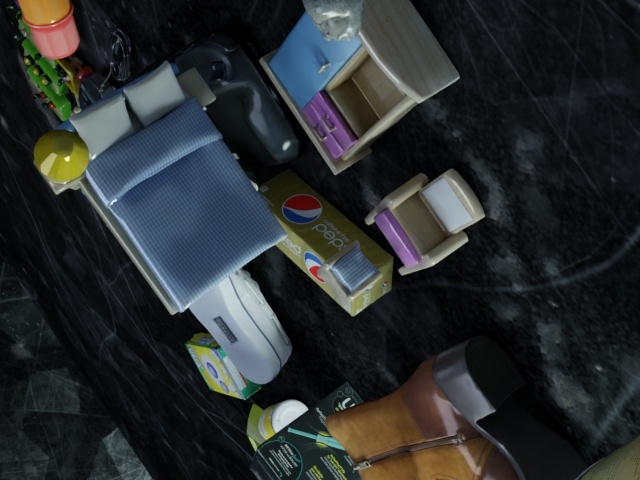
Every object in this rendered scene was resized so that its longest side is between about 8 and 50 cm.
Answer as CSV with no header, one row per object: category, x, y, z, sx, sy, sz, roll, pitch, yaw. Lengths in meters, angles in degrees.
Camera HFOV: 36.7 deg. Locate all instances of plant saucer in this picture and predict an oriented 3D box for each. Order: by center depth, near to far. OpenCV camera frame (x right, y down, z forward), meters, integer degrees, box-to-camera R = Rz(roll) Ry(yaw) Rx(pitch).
plant saucer,-0.059,0.395,1.675,0.188,0.045,0.188,18,135,59

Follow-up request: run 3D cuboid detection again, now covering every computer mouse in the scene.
computer mouse,-0.302,-0.234,1.394,0.071,0.041,0.242,56,149,4

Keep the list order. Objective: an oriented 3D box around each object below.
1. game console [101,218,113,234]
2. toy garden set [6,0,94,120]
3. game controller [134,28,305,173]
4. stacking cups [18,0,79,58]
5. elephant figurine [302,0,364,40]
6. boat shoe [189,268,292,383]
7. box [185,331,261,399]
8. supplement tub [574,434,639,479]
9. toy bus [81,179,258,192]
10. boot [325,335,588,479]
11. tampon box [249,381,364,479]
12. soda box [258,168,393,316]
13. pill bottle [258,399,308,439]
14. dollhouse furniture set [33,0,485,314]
game console,-0.287,-0.015,1.591,0.144,0.124,0.085,48,117,18
toy garden set,-0.439,-0.269,1.573,0.204,0.049,0.244,47,154,19
game controller,-0.129,-0.153,1.157,0.166,0.067,0.319,49,159,-19
stacking cups,-0.400,-0.394,1.317,0.096,0.096,0.316,42,155,29
elephant figurine,-0.017,-0.296,0.670,0.239,0.186,0.169,38,-161,-22
boat shoe,-0.130,0.084,1.395,0.095,0.084,0.258,-16,109,39
box,-0.178,0.217,1.698,0.105,0.043,0.179,62,156,-12
supplement tub,0.292,0.200,0.598,0.228,0.228,0.316,49,155,16
toy bus,-0.158,-0.062,1.137,0.202,0.104,0.191,2,149,7
boot,0.136,0.263,1.022,0.264,0.096,0.280,54,138,6
tampon box,0.004,0.297,1.318,0.120,0.161,0.101,50,155,15
soda box,0.000,0.000,1.086,0.181,0.061,0.058,42,151,29
pill bottle,-0.062,0.293,1.549,0.065,0.065,0.116,56,156,1
dollhouse furniture set,-0.043,-0.051,0.816,0.286,0.303,0.198,56,156,1
